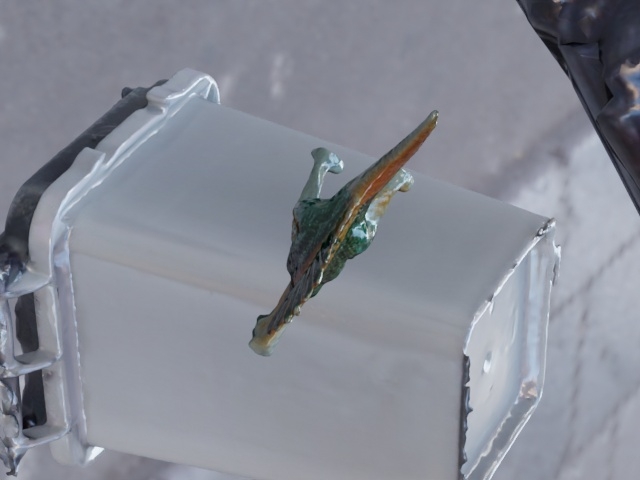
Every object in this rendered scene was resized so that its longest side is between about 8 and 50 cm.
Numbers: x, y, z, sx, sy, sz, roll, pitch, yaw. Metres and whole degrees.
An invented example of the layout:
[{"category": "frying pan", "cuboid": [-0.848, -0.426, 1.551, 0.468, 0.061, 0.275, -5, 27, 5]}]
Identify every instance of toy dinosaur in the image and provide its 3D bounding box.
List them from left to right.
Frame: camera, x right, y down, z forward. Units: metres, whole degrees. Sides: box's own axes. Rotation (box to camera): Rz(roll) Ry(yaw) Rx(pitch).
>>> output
[{"category": "toy dinosaur", "cuboid": [0.003, 0.002, 0.963, 0.106, 0.044, 0.187, -59, -167, -17]}]

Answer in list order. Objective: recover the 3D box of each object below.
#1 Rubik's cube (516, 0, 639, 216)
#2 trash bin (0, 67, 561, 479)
[{"category": "Rubik's cube", "cuboid": [0.234, -0.113, 0.729, 0.307, 0.305, 0.310, 56, 12, -36]}, {"category": "trash bin", "cuboid": [-0.036, 0.060, 1.440, 0.296, 0.367, 0.256, -47, 145, -50]}]
